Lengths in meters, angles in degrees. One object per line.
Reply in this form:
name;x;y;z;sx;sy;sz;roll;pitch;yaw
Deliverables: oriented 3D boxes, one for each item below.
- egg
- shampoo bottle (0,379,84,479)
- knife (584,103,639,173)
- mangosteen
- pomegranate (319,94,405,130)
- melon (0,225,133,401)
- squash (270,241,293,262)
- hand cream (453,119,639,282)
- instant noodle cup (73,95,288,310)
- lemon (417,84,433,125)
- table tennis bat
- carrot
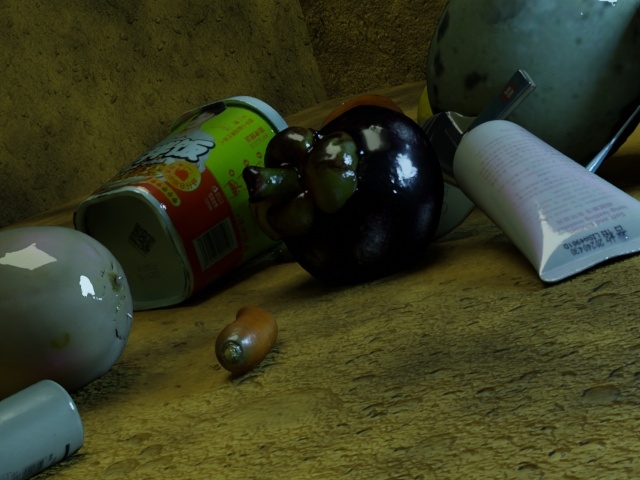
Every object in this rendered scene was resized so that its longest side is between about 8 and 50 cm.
egg;0.342;-0.281;1.966;0.345;0.428;0.345;11;40;-9
shampoo bottle;-0.364;0.229;1.289;0.262;0.085;0.085;-26;14;-39
knife;0.408;-0.136;1.816;0.313;0.019;0.044;-49;-6;-16
mangosteen;0.030;-0.058;1.793;0.287;0.233;0.287;-11;16;3
pomegranate;0.087;-0.178;2.426;0.191;0.191;0.191;-16;11;3
melon;-0.381;0.097;1.614;0.316;0.223;0.223;-13;11;18
squash;0.000;0.000;2.006;0.183;0.052;0.052;-12;11;34
hand cream;0.287;-0.047;1.631;0.185;0.118;0.359;-17;28;-12
instant noodle cup;-0.204;-0.049;2.047;0.293;0.294;0.308;-8;20;39
lemon;0.277;-0.234;2.382;0.231;0.192;0.192;-11;12;32
table tennis bat;0.200;-0.124;1.854;0.022;0.173;0.301;11;-49;-45
carrot;-0.082;0.108;1.567;0.062;0.066;0.271;28;11;0
